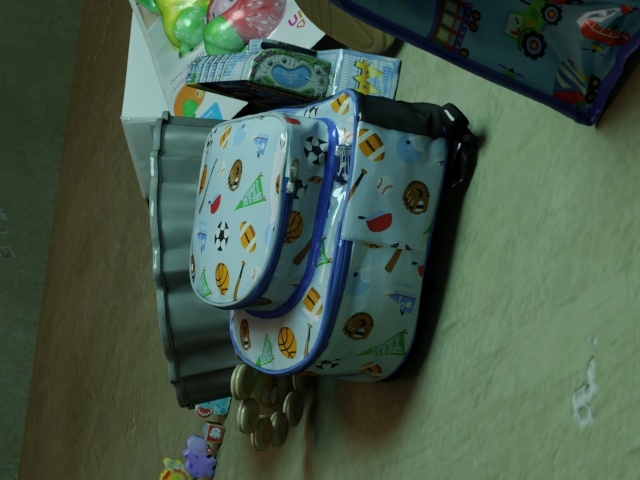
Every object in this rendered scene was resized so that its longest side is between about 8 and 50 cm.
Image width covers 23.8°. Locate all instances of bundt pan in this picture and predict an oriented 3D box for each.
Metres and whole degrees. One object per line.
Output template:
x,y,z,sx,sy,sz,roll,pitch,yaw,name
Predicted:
-0.101,0.017,1.671,0.331,0.124,0.331,-5,-90,-87,bundt pan

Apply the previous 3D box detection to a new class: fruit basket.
-0.101,-0.314,1.853,0.327,0.165,0.353,-41,38,20,fruit basket

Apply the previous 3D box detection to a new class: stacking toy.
-0.148,0.234,1.922,0.167,0.052,0.221,-165,88,-72,stacking toy

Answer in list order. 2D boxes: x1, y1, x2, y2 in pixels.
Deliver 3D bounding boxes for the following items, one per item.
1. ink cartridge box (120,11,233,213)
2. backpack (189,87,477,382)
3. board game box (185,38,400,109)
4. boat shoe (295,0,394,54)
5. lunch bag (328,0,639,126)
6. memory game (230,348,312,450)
-0.188,-0.221,2.145,0.272,0.130,0.310,86,-175,-60,ink cartridge box
0.000,0.000,1.410,0.276,0.213,0.264,177,94,-68,backpack
-0.014,-0.174,1.627,0.194,0.194,0.060,5,84,57,board game box
0.001,-0.334,1.662,0.341,0.110,0.122,50,162,33,boat shoe
0.086,-0.235,1.129,0.138,0.293,0.221,119,155,-43,lunch bag
-0.045,0.125,1.561,0.186,0.012,0.186,4,-90,-66,memory game
